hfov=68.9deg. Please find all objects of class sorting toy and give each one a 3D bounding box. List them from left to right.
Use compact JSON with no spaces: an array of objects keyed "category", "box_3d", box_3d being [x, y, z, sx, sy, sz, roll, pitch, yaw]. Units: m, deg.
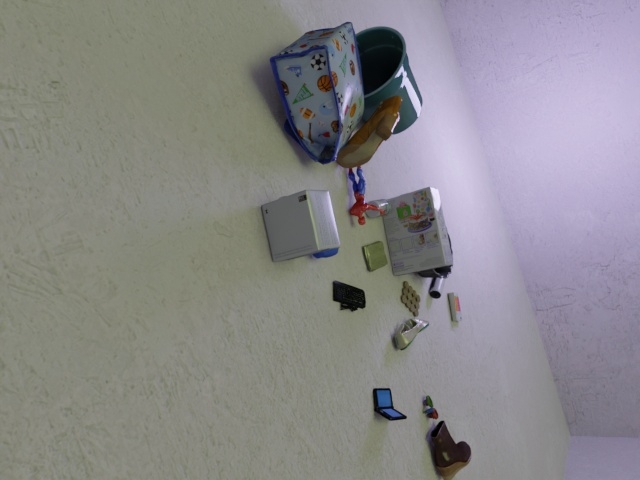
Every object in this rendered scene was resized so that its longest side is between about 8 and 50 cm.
[{"category":"sorting toy","box_3d":[0.448,0.697,1.929,0.101,0.042,0.061,65,19,7]}]

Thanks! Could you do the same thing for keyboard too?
[{"category":"keyboard","box_3d":[0.115,0.204,1.657,0.192,0.038,0.100,21,61,-47]}]

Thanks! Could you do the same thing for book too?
[{"category":"book","box_3d":[0.695,0.340,2.395,0.096,0.035,0.144,13,68,-54]}]

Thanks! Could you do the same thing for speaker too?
[{"category":"speaker","box_3d":[0.565,0.217,2.245,0.055,0.055,0.136,57,40,-23]}]

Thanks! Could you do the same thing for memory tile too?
[{"category":"memory tile","box_3d":[0.395,0.255,2.037,0.148,0.012,0.113,46,44,-33]}]

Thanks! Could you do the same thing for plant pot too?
[{"category":"plant pot","box_3d":[0.251,-0.628,1.926,0.334,0.342,0.340,34,51,-52]}]

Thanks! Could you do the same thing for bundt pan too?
[{"category":"bundt pan","box_3d":[0.488,0.024,2.154,0.331,0.124,0.330,22,61,-48]}]

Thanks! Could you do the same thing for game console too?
[{"category":"game console","box_3d":[0.250,0.586,1.672,0.122,0.107,0.071,20,90,-48]}]

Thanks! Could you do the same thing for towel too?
[{"category":"towel","box_3d":[0.221,0.062,1.862,0.148,0.027,0.109,-15,91,-55]}]

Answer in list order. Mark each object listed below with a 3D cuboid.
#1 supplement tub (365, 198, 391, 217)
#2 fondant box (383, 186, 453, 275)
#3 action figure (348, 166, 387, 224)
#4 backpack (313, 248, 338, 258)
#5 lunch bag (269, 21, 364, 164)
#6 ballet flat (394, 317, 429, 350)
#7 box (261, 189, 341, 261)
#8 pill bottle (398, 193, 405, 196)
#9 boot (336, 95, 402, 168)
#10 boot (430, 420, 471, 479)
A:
[{"category":"supplement tub","box_3d":[0.238,-0.133,1.920,0.107,0.071,0.070,-16,91,-55]},{"category":"fondant box","box_3d":[0.400,-0.035,1.958,0.096,0.239,0.329,0,78,-53]},{"category":"action figure","box_3d":[0.179,-0.183,1.835,0.139,0.092,0.280,17,64,-36]},{"category":"backpack","box_3d":[0.000,0.000,1.532,0.101,0.098,0.120,-12,87,-25]},{"category":"lunch bag","box_3d":[0.014,-0.497,1.603,0.327,0.239,0.385,-61,141,-47]},{"category":"ballet flat","box_3d":[0.372,0.364,1.917,0.248,0.086,0.086,-24,97,-53]},{"category":"box","box_3d":[-0.058,-0.043,1.390,0.119,0.181,0.181,-6,83,-54]},{"category":"pill bottle","box_3d":[0.416,-0.166,2.152,0.169,0.094,0.094,6,73,-53]},{"category":"boot","box_3d":[0.190,-0.409,1.766,0.104,0.295,0.211,39,48,-20]},{"category":"boot","box_3d":[0.549,0.850,1.955,0.249,0.090,0.206,-20,96,-51]}]
